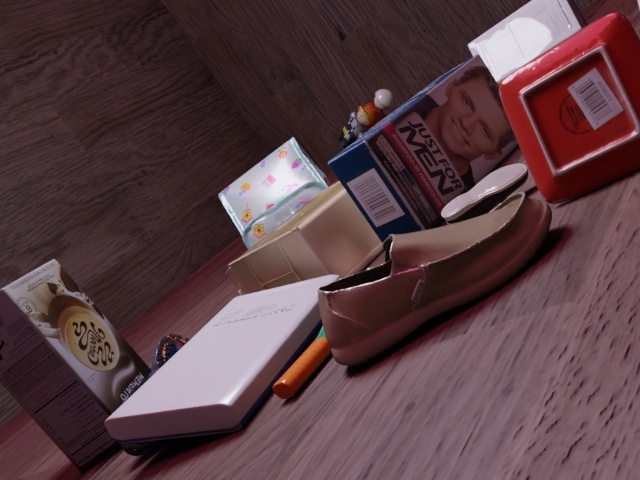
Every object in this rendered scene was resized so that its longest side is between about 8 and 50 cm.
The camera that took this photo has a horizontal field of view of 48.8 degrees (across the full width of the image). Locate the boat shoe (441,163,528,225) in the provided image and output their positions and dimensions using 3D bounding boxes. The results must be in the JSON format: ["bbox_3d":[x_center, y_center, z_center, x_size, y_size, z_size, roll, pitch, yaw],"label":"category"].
[{"bbox_3d":[0.221,-0.054,0.930,0.125,0.038,0.046,-35,27,11],"label":"boat shoe"}]

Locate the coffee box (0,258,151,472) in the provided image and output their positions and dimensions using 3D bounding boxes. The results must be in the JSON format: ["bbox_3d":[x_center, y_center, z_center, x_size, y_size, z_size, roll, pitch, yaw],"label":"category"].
[{"bbox_3d":[-0.405,0.195,1.136,0.119,0.297,0.168,-37,8,14],"label":"coffee box"}]

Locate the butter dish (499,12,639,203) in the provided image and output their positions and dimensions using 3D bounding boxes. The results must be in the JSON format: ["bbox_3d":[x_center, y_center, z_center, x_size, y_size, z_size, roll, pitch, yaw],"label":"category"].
[{"bbox_3d":[0.307,-0.140,0.782,0.118,0.160,0.160,-9,-15,-47],"label":"butter dish"}]

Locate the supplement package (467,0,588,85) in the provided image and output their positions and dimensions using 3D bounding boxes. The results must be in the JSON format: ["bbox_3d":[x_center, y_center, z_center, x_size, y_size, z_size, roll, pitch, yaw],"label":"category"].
[{"bbox_3d":[0.501,-0.462,1.675,0.244,0.139,0.134,-30,-23,31],"label":"supplement package"}]

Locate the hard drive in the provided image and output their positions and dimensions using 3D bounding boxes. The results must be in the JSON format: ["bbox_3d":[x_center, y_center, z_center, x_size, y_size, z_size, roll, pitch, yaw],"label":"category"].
[{"bbox_3d":[-0.116,0.152,0.962,0.210,0.040,0.319,-15,17,31],"label":"hard drive"}]

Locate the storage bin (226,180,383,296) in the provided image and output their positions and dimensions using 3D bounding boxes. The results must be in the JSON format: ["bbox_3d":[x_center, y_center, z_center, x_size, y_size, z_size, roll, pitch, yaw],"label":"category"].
[{"bbox_3d":[0.000,0.000,1.246,0.262,0.123,0.260,-41,9,-37],"label":"storage bin"}]

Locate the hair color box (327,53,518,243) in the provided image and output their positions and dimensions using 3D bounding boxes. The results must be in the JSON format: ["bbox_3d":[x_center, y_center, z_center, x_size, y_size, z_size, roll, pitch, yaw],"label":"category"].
[{"bbox_3d":[0.189,-0.155,1.169,0.347,0.174,0.105,-41,10,-36],"label":"hair color box"}]

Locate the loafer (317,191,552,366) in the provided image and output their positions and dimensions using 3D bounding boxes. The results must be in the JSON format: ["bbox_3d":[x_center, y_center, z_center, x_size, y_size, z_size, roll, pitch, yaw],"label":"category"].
[{"bbox_3d":[0.109,0.026,0.717,0.268,0.092,0.102,-35,8,4],"label":"loafer"}]

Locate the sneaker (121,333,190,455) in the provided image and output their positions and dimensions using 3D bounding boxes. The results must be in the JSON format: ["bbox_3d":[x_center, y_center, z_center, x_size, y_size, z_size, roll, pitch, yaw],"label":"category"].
[{"bbox_3d":[-0.229,0.233,1.022,0.221,0.083,0.087,-69,-1,-61],"label":"sneaker"}]

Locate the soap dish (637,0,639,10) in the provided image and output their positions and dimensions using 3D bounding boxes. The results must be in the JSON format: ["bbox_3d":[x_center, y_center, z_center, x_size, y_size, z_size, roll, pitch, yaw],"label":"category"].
[{"bbox_3d":[0.612,-0.482,1.217,0.118,0.229,0.291,-14,15,22],"label":"soap dish"}]

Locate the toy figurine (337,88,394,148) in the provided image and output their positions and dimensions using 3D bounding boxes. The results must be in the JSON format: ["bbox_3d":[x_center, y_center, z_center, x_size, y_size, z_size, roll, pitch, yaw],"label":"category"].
[{"bbox_3d":[0.176,-0.292,1.927,0.148,0.213,0.209,-47,-1,36],"label":"toy figurine"}]

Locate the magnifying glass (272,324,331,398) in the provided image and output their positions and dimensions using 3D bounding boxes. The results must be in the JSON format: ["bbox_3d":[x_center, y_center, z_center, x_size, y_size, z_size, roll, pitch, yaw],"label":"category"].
[{"bbox_3d":[0.017,0.111,0.853,0.092,0.026,0.231,-28,11,42],"label":"magnifying glass"}]

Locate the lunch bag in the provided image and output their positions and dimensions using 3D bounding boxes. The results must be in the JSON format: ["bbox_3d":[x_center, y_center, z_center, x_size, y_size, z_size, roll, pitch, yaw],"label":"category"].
[{"bbox_3d":[-0.065,-0.054,1.520,0.223,0.262,0.160,-35,-37,6],"label":"lunch bag"}]
